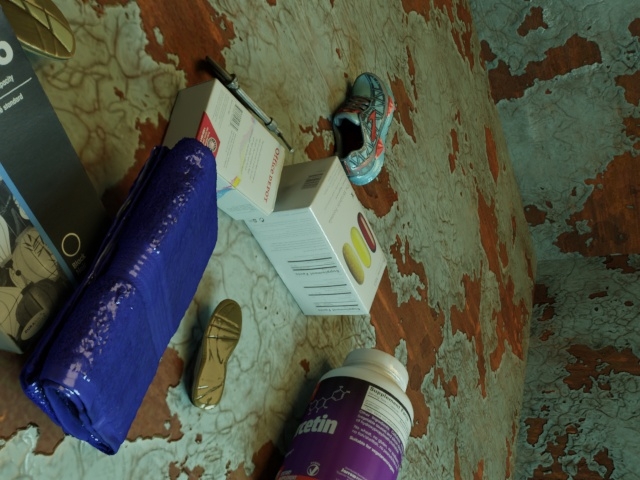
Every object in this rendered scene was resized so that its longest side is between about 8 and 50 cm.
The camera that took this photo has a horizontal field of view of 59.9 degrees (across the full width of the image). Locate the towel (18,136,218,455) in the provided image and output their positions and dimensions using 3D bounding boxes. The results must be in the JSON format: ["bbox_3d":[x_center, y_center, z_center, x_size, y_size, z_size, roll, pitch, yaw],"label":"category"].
[{"bbox_3d":[-0.202,0.057,0.612,0.227,0.076,0.308,106,3,-54],"label":"towel"}]

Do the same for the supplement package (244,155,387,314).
[{"bbox_3d":[0.000,0.000,0.957,0.244,0.134,0.139,60,38,-34],"label":"supplement package"}]

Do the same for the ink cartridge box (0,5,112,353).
[{"bbox_3d":[-0.299,-0.072,0.469,0.165,0.065,0.332,-63,150,-42],"label":"ink cartridge box"}]

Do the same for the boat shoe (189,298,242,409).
[{"bbox_3d":[-0.151,0.154,0.764,0.056,0.049,0.152,31,62,-31],"label":"boat shoe"}]

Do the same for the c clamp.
[{"bbox_3d":[-0.109,-0.216,0.848,0.161,0.022,0.137,43,6,-41],"label":"c clamp"}]

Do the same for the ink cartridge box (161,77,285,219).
[{"bbox_3d":[-0.137,-0.125,0.812,0.175,0.072,0.127,42,50,-48],"label":"ink cartridge box"}]

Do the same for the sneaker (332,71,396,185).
[{"bbox_3d":[0.087,-0.257,1.179,0.125,0.104,0.261,30,59,-51],"label":"sneaker"}]

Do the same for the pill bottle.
[{"bbox_3d":[0.047,0.342,0.929,0.181,0.182,0.323,64,36,-30],"label":"pill bottle"}]

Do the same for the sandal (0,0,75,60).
[{"bbox_3d":[-0.332,-0.226,0.540,0.180,0.049,0.072,10,70,-43],"label":"sandal"}]
